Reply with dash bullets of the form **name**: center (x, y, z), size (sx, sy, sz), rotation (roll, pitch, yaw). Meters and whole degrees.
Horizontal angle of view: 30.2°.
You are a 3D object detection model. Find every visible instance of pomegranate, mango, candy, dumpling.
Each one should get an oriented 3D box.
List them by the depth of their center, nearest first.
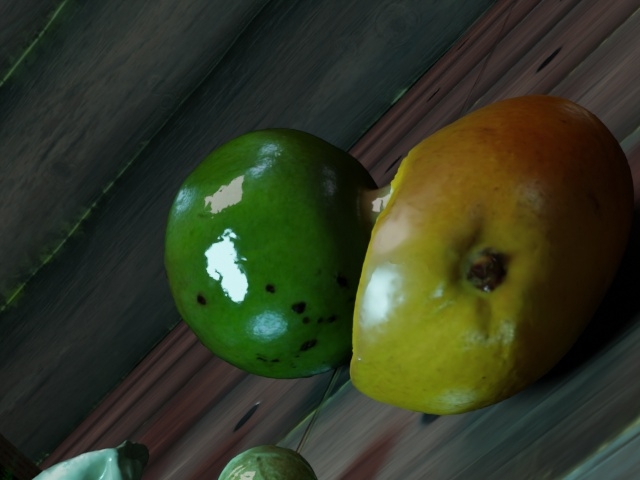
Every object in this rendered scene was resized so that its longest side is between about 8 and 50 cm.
- **candy**: center (-0.013, 0.146, 0.535), size (0.061, 0.061, 0.202), rotation (-47, 14, -1)
- **mango**: center (0.081, 0.001, 0.543), size (0.217, 0.102, 0.141), rotation (-52, -17, -64)
- **pomegranate**: center (0.000, 0.002, 0.852), size (0.225, 0.187, 0.187), rotation (-17, 18, 24)
- **dumpling**: center (-0.197, 0.256, 0.937), size (0.104, 0.149, 0.217), rotation (25, 74, 44)

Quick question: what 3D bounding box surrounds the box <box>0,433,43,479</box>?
- **box**: center (-0.334, 0.278, 1.205), size (0.084, 0.198, 0.310), rotation (-47, 6, -7)
